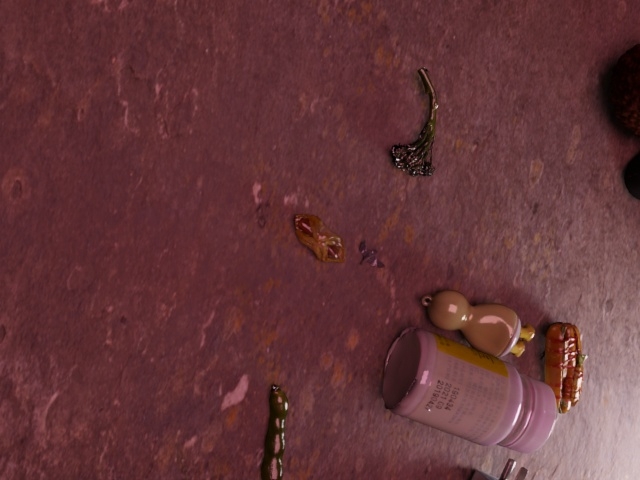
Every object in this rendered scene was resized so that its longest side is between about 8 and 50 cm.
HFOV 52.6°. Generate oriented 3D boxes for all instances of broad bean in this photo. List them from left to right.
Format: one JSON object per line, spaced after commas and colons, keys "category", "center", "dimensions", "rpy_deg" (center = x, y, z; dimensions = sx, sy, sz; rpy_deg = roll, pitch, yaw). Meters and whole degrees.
{"category": "broad bean", "center": [-0.107, 0.468, 1.543], "dimensions": [0.052, 0.053, 0.256], "rpy_deg": [4, 90, 25]}

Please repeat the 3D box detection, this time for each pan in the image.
{"category": "pan", "center": [0.608, 0.264, 1.709], "dimensions": [0.068, 0.023, 0.115], "rpy_deg": [39, 89, -13]}

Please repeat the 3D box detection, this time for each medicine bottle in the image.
{"category": "medicine bottle", "center": [0.353, 0.367, 1.559], "dimensions": [0.378, 0.213, 0.213], "rpy_deg": [23, 86, -12]}

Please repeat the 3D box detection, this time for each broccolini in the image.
{"category": "broccolini", "center": [0.228, -0.290, 1.595], "dimensions": [0.123, 0.062, 0.271], "rpy_deg": [-3, 97, -27]}

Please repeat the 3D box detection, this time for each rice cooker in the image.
{"category": "rice cooker", "center": [0.915, -0.186, 1.719], "dimensions": [0.203, 0.118, 0.142], "rpy_deg": [-31, 94, -2]}

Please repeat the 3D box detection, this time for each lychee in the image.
{"category": "lychee", "center": [0.885, -0.395, 1.636], "dimensions": [0.275, 0.276, 0.304], "rpy_deg": [-10, 106, -12]}

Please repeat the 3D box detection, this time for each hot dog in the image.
{"category": "hot dog", "center": [0.001, -0.001, 1.551], "dimensions": [0.169, 0.061, 0.078], "rpy_deg": [40, 84, -10]}
{"category": "hot dog", "center": [0.635, 0.335, 1.678], "dimensions": [0.104, 0.076, 0.250], "rpy_deg": [-5, 100, -14]}

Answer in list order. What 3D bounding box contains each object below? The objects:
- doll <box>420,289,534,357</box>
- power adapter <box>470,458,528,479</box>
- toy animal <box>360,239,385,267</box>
{"category": "doll", "center": [0.387, 0.200, 1.622], "dimensions": [0.296, 0.117, 0.141], "rpy_deg": [28, 116, -1]}
{"category": "power adapter", "center": [0.434, 0.666, 1.595], "dimensions": [0.124, 0.187, 0.255], "rpy_deg": [27, 86, -12]}
{"category": "toy animal", "center": [0.119, 0.043, 1.594], "dimensions": [0.050, 0.028, 0.084], "rpy_deg": [-39, 98, -17]}
